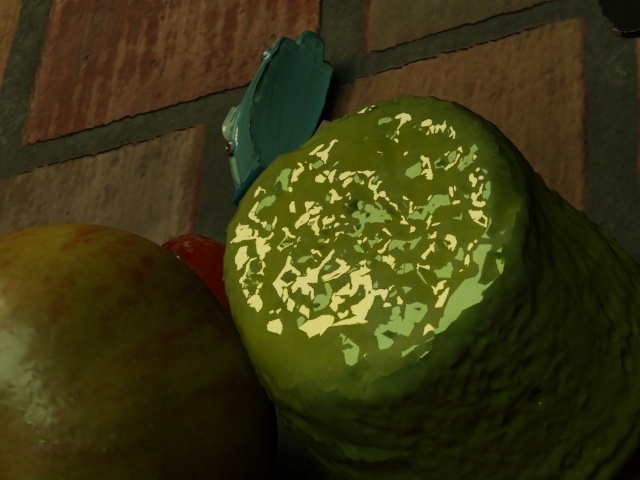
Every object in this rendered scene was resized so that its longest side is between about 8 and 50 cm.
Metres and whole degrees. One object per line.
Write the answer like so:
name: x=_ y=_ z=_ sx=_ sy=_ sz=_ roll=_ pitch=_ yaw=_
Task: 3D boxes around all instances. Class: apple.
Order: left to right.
apple: x=-0.237 y=0.183 z=1.558 sx=0.400 sy=0.333 sz=0.400 roll=2 pitch=97 yaw=14

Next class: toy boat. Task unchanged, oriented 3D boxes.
toy boat: x=-0.055 y=-0.129 z=1.930 sx=0.102 sy=0.088 sz=0.215 roll=-34 pitch=32 yaw=56

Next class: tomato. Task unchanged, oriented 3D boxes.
tomato: x=-0.142 y=0.052 z=1.821 sx=0.159 sy=0.091 sz=0.139 roll=9 pitch=60 yaw=39

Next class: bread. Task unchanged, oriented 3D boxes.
bread: x=0.102 y=0.067 z=1.506 sx=0.348 sy=0.308 sz=0.348 roll=-14 pitch=53 yaw=20

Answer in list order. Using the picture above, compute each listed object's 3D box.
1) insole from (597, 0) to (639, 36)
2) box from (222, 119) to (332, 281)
insole: x=0.349 y=-0.340 z=1.878 sx=0.110 sy=0.012 sz=0.309 roll=-13 pitch=50 yaw=24
box: x=0.000 y=0.000 z=1.739 sx=0.058 sy=0.141 sz=0.201 roll=18 pitch=69 yaw=34
